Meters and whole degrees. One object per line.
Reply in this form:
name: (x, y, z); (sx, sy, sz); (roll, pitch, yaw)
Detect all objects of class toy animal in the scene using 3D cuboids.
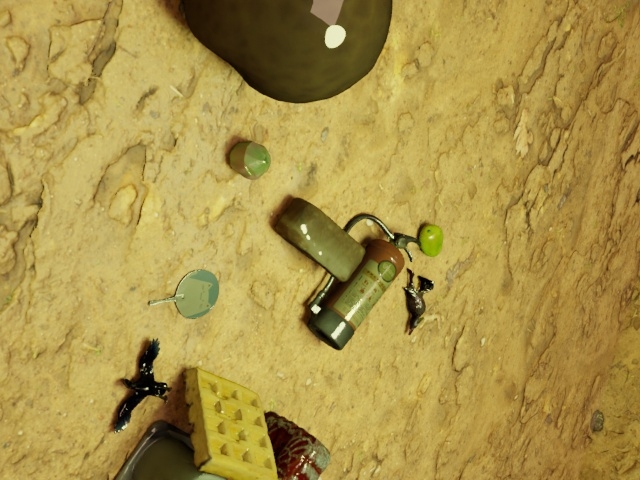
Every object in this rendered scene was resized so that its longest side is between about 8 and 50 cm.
toy animal: (-0.370, 0.312, 1.546); (0.108, 0.062, 0.220); (20, 91, -26)
toy animal: (0.275, 0.177, 2.094); (0.105, 0.070, 0.202); (0, 107, -29)

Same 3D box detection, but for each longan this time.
longan: (-0.052, -0.450, 1.394); (0.405, 0.336, 0.404); (-8, 135, -8)

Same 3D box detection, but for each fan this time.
fan: (-0.293, 0.122, 1.580); (0.175, 0.005, 0.113); (-9, 109, -41)

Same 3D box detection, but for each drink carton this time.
drink carton: (-0.300, 0.528, 1.588); (0.191, 0.190, 0.185); (47, 67, -42)

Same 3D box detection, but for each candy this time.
candy: (0.000, 0.000, 1.731); (0.234, 0.102, 0.104); (41, 76, -36)

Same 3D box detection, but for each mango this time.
mango: (0.314, 0.003, 2.063); (0.073, 0.056, 0.108); (-41, 131, -18)

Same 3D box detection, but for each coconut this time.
coconut: (-0.146, -0.172, 1.568); (0.082, 0.081, 0.083); (0, 92, -55)

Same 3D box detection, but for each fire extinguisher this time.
fire extinguisher: (0.105, 0.085, 1.858); (0.376, 0.113, 0.200); (-50, 130, -19)

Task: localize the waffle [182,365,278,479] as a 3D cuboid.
waffle: (-0.198, 0.413, 1.612); (0.055, 0.248, 0.221); (-38, 135, 19)

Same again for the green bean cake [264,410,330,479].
green bean cake: (-0.107, 0.521, 1.728); (0.198, 0.233, 0.097); (-47, 126, -17)

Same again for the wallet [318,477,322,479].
wallet: (-0.056, 0.726, 1.981); (0.095, 0.033, 0.190); (13, 94, -43)
